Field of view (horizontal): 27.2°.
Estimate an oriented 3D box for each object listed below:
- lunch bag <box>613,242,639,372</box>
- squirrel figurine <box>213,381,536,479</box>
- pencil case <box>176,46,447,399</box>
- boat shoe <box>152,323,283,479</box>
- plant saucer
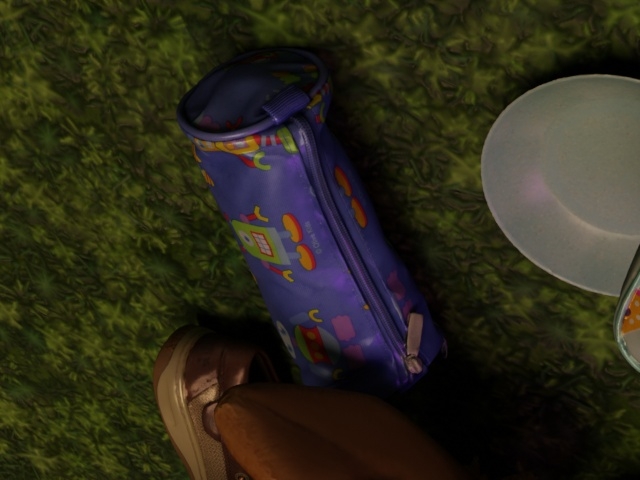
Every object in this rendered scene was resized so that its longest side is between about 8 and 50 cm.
[{"bbox_3d":[0.336,0.025,0.780,0.279,0.108,0.224,26,110,9],"label":"lunch bag"},{"bbox_3d":[0.027,0.314,1.103,0.397,0.281,0.370,0,149,-25],"label":"squirrel figurine"},{"bbox_3d":[0.000,0.000,1.037,0.133,0.119,0.306,17,140,49],"label":"pencil case"},{"bbox_3d":[-0.045,0.229,1.275,0.123,0.123,0.342,0,122,31],"label":"boat shoe"},{"bbox_3d":[0.212,-0.044,0.941,0.195,0.037,0.195,15,134,16],"label":"plant saucer"}]
